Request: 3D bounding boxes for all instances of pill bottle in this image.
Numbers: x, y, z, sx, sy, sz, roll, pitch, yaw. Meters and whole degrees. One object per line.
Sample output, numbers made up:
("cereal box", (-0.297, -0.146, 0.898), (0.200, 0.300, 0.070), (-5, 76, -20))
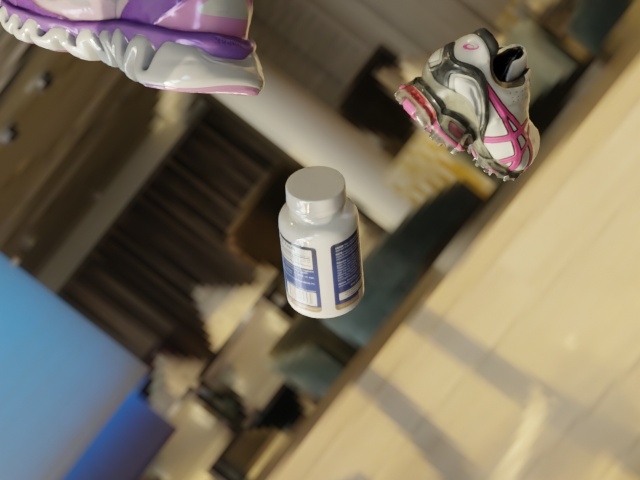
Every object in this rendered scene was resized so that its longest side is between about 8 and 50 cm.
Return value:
("pill bottle", (0.000, 0.000, 1.606), (0.067, 0.067, 0.120), (-53, -31, -43))

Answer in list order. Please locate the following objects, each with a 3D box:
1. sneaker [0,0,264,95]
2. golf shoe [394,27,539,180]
("sneaker", (-0.112, -0.156, 1.175), (0.095, 0.236, 0.104), (-3, -75, -39))
("golf shoe", (0.126, -0.095, 1.372), (0.086, 0.067, 0.186), (-45, -23, 11))
